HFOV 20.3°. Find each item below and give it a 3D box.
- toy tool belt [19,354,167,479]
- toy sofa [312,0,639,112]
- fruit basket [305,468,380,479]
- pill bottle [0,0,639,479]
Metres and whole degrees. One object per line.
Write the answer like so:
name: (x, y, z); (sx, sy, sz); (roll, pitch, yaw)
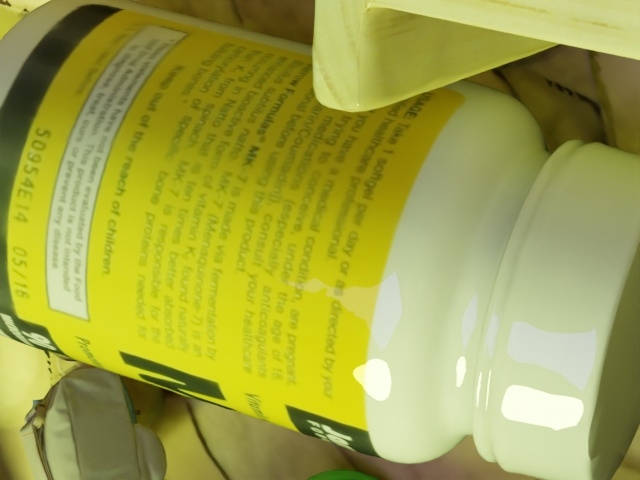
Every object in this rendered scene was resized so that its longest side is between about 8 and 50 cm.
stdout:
toy tool belt: (-0.090, 0.071, 0.678); (0.051, 0.052, 0.083); (124, 133, -58)
toy sofa: (0.176, -0.091, 0.357); (0.362, 0.150, 0.177); (17, 117, 34)
fruit basket: (0.066, 0.267, 0.546); (0.392, 0.283, 0.392); (23, 135, 26)
pill bottle: (0.000, 0.000, 0.556); (0.208, 0.119, 0.119); (16, 119, 21)
